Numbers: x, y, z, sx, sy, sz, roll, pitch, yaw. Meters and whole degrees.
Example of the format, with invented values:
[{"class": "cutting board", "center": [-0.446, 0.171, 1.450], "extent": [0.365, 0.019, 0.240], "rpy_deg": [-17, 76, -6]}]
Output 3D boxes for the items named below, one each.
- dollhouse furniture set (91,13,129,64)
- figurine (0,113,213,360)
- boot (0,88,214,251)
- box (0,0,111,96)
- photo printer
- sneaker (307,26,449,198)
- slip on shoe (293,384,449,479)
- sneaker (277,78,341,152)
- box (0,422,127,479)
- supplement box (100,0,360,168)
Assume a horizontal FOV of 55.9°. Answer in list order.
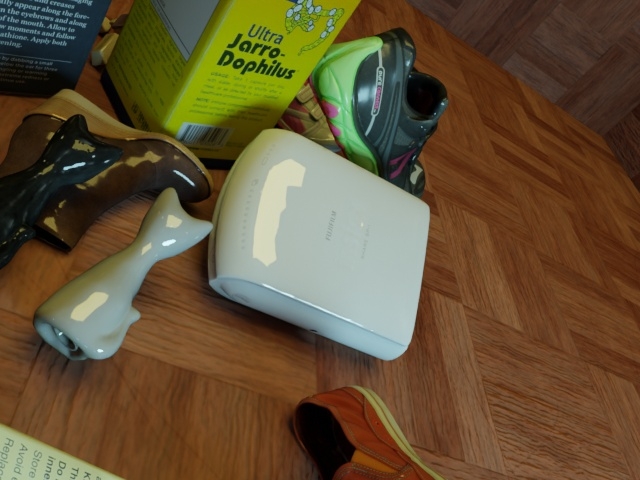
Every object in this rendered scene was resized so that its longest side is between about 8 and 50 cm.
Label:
[{"class": "dollhouse furniture set", "center": [-0.343, -0.309, 1.004], "extent": [0.114, 0.091, 0.081], "rpy_deg": [-66, 148, -33]}, {"class": "figurine", "center": [-0.245, -0.011, 0.629], "extent": [0.215, 0.092, 0.209], "rpy_deg": [39, 57, -5]}, {"class": "boot", "center": [-0.270, -0.062, 0.759], "extent": [0.248, 0.090, 0.206], "rpy_deg": [30, 48, -20]}, {"class": "box", "center": [-0.394, -0.425, 0.738], "extent": [0.212, 0.395, 0.293], "rpy_deg": [-9, 57, -49]}, {"class": "photo printer", "center": [0.000, 0.000, 0.845], "extent": [0.308, 0.107, 0.256], "rpy_deg": [26, 61, -22]}, {"class": "sneaker", "center": [0.139, -0.188, 1.067], "extent": [0.185, 0.202, 0.483], "rpy_deg": [68, 9, 22]}, {"class": "slip on shoe", "center": [0.061, 0.261, 0.603], "extent": [0.101, 0.123, 0.331], "rpy_deg": [4, 20, -25]}, {"class": "sneaker", "center": [-0.040, -0.261, 1.154], "extent": [0.252, 0.111, 0.103], "rpy_deg": [29, 36, -18]}, {"class": "box", "center": [-0.194, 0.206, 0.316], "extent": [0.243, 0.214, 0.117], "rpy_deg": [48, 24, -39]}, {"class": "supplement box", "center": [-0.140, -0.295, 0.876], "extent": [0.195, 0.356, 0.194], "rpy_deg": [-4, 55, -46]}]
